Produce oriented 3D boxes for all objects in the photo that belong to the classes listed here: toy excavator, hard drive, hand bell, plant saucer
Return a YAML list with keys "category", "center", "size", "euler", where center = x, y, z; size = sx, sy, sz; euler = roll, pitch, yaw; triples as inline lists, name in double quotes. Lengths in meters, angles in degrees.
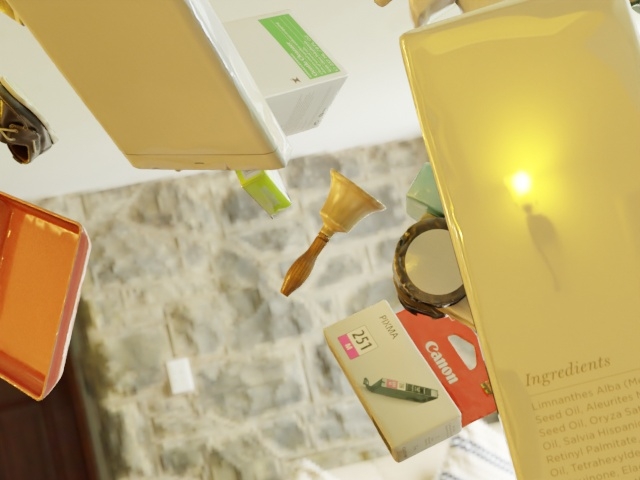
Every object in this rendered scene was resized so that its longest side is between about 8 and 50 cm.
- category: "toy excavator"
  center: [0.229, -0.106, 1.424]
  size: [0.445, 0.433, 0.222]
  euler: [-58, -9, -6]
- category: "hard drive"
  center: [-0.202, -0.206, 1.296]
  size: [0.233, 0.047, 0.353]
  euler: [2, -34, 26]
- category: "hand bell"
  center: [0.000, 0.000, 2.045]
  size: [0.242, 0.126, 0.126]
  euler: [-54, -9, 1]
- category: "plant saucer"
  center: [-0.431, 0.075, 1.631]
  size: [0.047, 0.258, 0.259]
  euler: [9, 7, -46]

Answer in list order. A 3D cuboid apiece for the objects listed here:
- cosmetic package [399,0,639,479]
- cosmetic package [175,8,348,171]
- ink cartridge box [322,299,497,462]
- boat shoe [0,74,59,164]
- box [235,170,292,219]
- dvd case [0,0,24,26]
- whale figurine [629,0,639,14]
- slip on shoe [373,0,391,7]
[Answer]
- category: "cosmetic package"
  center: [0.196, 0.064, 0.824]
  size: [0.161, 0.453, 0.230]
  euler: [-16, -7, 6]
- category: "cosmetic package"
  center: [-0.154, -0.277, 2.001]
  size: [0.365, 0.197, 0.155]
  euler: [-24, -24, -44]
- category: "ink cartridge box"
  center: [0.169, 0.210, 1.878]
  size: [0.239, 0.275, 0.060]
  euler: [-25, -40, -9]
- category: "boat shoe"
  center: [-0.461, -0.178, 1.692]
  size: [0.079, 0.084, 0.233]
  euler: [-41, -9, -12]
- category: "box"
  center: [-0.091, -0.103, 1.541]
  size: [0.042, 0.109, 0.178]
  euler: [-26, -17, 4]
- category: "dvd case"
  center: [-0.530, -0.448, 1.725]
  size: [0.018, 0.221, 0.164]
  euler: [-32, -40, -31]
- category: "whale figurine"
  center: [0.423, -0.272, 1.236]
  size: [0.216, 0.272, 0.141]
  euler: [-8, -33, -1]
- category: "slip on shoe"
  center: [0.089, -0.311, 1.162]
  size: [0.135, 0.041, 0.051]
  euler: [-55, 17, 18]
